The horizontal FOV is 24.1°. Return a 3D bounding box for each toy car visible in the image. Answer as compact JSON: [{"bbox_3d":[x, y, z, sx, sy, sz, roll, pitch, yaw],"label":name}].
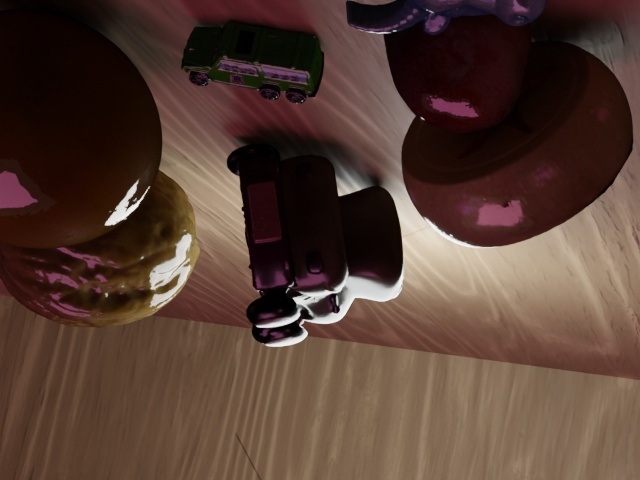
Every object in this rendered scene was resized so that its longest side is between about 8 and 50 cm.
[{"bbox_3d":[0.000,0.000,2.201,0.240,0.271,0.340,-8,165,2],"label":"toy car"},{"bbox_3d":[-0.079,-0.212,1.739,0.165,0.071,0.062,10,151,4],"label":"toy car"}]

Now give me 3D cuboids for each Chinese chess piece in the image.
[{"bbox_3d":[0.204,-0.104,1.584,0.251,0.251,0.097,-3,134,45],"label":"Chinese chess piece"}]

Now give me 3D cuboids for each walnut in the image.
[{"bbox_3d":[-0.353,0.000,2.371,0.333,0.332,0.333,10,166,3],"label":"walnut"}]

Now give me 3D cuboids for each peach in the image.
[{"bbox_3d":[0.131,-0.189,1.527,0.152,0.152,0.152,10,166,3],"label":"peach"}]

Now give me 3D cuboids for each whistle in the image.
[{"bbox_3d":[0.097,-0.258,1.364,0.269,0.093,0.180,11,142,3],"label":"whistle"}]

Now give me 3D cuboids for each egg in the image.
[{"bbox_3d":[-0.340,-0.130,1.816,0.283,0.282,0.351,5,167,23],"label":"egg"}]
